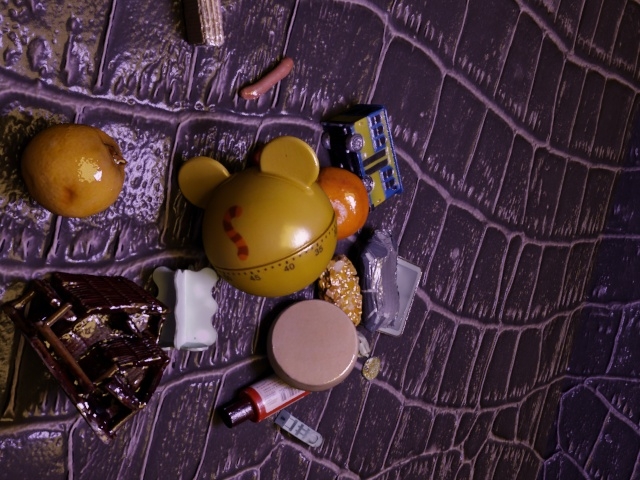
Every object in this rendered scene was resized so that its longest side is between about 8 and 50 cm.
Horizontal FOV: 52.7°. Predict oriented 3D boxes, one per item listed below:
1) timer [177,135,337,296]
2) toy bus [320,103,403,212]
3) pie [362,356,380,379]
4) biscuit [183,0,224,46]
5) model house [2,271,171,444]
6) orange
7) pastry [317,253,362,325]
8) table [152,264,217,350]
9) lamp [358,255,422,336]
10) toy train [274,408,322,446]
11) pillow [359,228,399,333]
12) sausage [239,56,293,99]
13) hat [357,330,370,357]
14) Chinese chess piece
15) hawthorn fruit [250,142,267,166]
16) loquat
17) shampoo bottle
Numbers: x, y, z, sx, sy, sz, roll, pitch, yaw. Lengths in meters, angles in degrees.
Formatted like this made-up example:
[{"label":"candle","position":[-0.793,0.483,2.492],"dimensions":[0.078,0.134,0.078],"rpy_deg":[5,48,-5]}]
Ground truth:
[{"label":"timer","position":[-0.137,-0.063,1.604],"dimensions":[0.376,0.376,0.386],"rpy_deg":[-36,117,-30]},{"label":"toy bus","position":[0.126,-0.245,1.927],"dimensions":[0.175,0.138,0.287],"rpy_deg":[-33,120,-31]},{"label":"pie","position":[0.177,0.439,2.225],"dimensions":[0.085,0.017,0.085],"rpy_deg":[-10,106,-39]},{"label":"biscuit","position":[-0.281,-0.572,1.500],"dimensions":[0.062,0.108,0.238],"rpy_deg":[-16,112,-32]},{"label":"model house","position":[-0.466,0.210,1.421],"dimensions":[0.283,0.317,0.297],"rpy_deg":[-36,135,-25]},{"label":"orange","position":[0.027,-0.104,1.828],"dimensions":[0.224,0.170,0.223],"rpy_deg":[0,114,1]},{"label":"pastry","position":[0.064,0.149,1.992],"dimensions":[0.154,0.102,0.249],"rpy_deg":[-17,113,-32]},{"label":"table","position":[-0.338,0.162,1.610],"dimensions":[0.167,0.167,0.198],"rpy_deg":[-2,95,-42]},{"label":"lamp","position":[0.222,0.178,2.181],"dimensions":[0.269,0.047,0.266],"rpy_deg":[24,85,-42]},{"label":"toy train","position":[-0.054,0.606,2.039],"dimensions":[0.052,0.051,0.234],"rpy_deg":[-54,130,-12]},{"label":"pillow","position":[0.190,0.129,2.053],"dimensions":[0.162,0.093,0.334],"rpy_deg":[-17,107,-45]},{"label":"sausage","position":[-0.139,-0.425,1.710],"dimensions":[0.186,0.043,0.043],"rpy_deg":[-44,126,-25]},{"label":"hat","position":[0.085,0.348,2.096],"dimensions":[0.166,0.081,0.122],"rpy_deg":[-11,148,-25]},{"label":"Chinese chess piece","position":[-0.022,0.302,1.863],"dimensions":[0.274,0.102,0.273],"rpy_deg":[2,70,-6]},{"label":"hawthorn fruit","position":[-0.147,-0.215,1.735],"dimensions":[0.093,0.093,0.093],"rpy_deg":[-12,108,-40]},{"label":"loquat","position":[-0.507,-0.147,1.337],"dimensions":[0.208,0.208,0.207],"rpy_deg":[-12,108,-40]},{"label":"shampoo bottle","position":[-0.161,0.456,1.868],"dimensions":[0.278,0.104,0.104],"rpy_deg":[-21,114,-37]}]
